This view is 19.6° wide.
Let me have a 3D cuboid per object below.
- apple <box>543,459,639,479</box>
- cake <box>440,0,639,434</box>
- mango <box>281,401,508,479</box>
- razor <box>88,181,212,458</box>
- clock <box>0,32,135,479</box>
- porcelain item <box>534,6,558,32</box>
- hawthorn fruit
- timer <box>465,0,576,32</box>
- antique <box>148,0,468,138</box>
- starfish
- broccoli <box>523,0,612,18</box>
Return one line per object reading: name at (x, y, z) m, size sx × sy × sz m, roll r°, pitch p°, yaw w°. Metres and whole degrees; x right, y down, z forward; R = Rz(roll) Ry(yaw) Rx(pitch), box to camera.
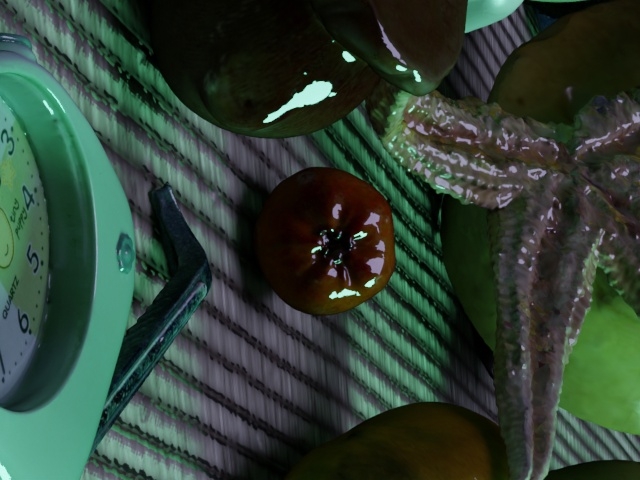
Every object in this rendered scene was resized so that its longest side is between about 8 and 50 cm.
apple at (0.226, 0.297, 1.418) m, size 0.279 × 0.279 × 0.279 m, roll -2°, pitch 90°, yaw -72°
cake at (0.241, 0.025, 1.417) m, size 0.321 × 0.332 × 0.332 m, roll 105°, pitch -2°, yaw -53°
mango at (0.048, 0.185, 1.041) m, size 0.254 × 0.139 × 0.175 m, roll -11°, pitch 89°, yaw -64°
razor at (-0.082, 0.046, 0.816) m, size 0.190 × 0.033 × 0.066 m, roll -62°, pitch 145°, yaw -55°
clock at (-0.127, 0.000, 0.639) m, size 0.188 × 0.060 × 0.148 m, roll 68°, pitch 28°, yaw -46°
porcelain item at (0.259, -0.255, 1.741) m, size 0.147 × 0.114 × 0.147 m, roll 0°, pitch 90°, yaw -73°
hawthorn fruit at (0.000, 0.000, 1.017) m, size 0.093 × 0.081 × 0.081 m, roll -161°, pitch -113°, yaw -78°
timer at (0.099, -0.235, 1.084) m, size 0.315 × 0.290 × 0.291 m, roll -49°, pitch 136°, yaw -41°
antique at (-0.011, -0.164, 0.890) m, size 0.121 × 0.143 × 0.257 m, roll 28°, pitch 52°, yaw -45°
starfish at (0.186, -0.031, 1.161) m, size 0.398 × 0.132 × 0.384 m, roll 7°, pitch 48°, yaw -39°
broccoli at (0.233, -0.293, 1.433) m, size 0.270 × 0.270 × 0.270 m, roll 39°, pitch 18°, yaw -15°
